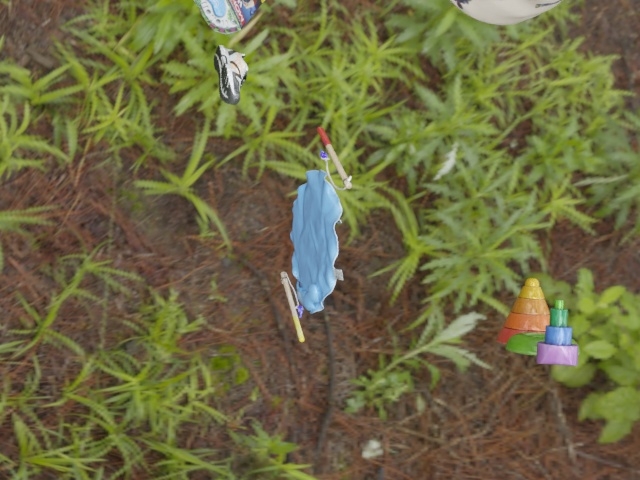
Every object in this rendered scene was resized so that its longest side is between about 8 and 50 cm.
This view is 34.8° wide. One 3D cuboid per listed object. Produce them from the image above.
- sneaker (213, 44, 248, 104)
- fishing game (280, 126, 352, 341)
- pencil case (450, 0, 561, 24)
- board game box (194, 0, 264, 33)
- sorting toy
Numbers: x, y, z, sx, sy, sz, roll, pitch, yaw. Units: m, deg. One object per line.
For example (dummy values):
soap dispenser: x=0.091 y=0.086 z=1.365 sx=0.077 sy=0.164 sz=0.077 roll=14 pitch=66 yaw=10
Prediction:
sneaker: x=-0.114 y=-0.221 z=1.362 sx=0.043 sy=0.040 sz=0.109 roll=8 pitch=46 yaw=-22
fishing game: x=0.000 y=0.000 z=1.315 sx=0.041 sy=0.189 sz=0.264 roll=2 pitch=125 yaw=-19
pencil case: x=0.247 y=-0.373 z=1.051 sx=0.183 sy=0.410 sz=0.160 roll=23 pitch=70 yaw=-8
board game box: x=-0.152 y=-0.361 z=1.295 sx=0.194 sy=0.060 sz=0.194 roll=65 pitch=23 yaw=-23
sorting toy: x=0.390 y=0.135 z=1.795 sx=0.127 sy=0.365 sz=0.126 roll=3 pitch=91 yaw=2
